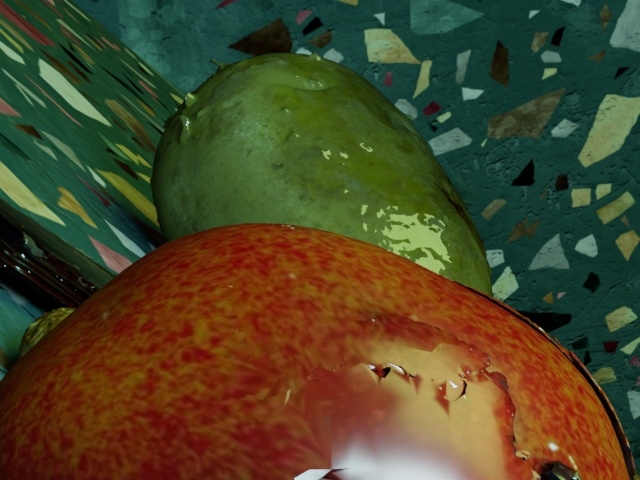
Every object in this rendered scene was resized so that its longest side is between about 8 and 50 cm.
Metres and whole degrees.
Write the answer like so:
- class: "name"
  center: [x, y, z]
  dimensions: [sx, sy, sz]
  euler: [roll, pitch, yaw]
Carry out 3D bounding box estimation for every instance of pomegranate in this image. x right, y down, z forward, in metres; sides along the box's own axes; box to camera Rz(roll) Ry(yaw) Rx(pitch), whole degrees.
- class: "pomegranate"
  center: [-0.015, 0.094, 0.510]
  dimensions: [0.210, 0.210, 0.235]
  euler: [40, -11, -26]

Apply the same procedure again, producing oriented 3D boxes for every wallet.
- class: "wallet"
  center: [-0.138, 0.034, 1.045]
  dimensions: [0.232, 0.031, 0.122]
  euler: [40, 1, -44]

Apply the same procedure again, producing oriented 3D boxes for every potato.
- class: "potato"
  center: [0.014, 0.009, 1.403]
  dimensions: [0.270, 0.219, 0.359]
  euler: [22, 26, -48]

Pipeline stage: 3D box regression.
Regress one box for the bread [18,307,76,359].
- class: "bread"
  center: [-0.071, 0.097, 0.863]
  dimensions: [0.193, 0.064, 0.193]
  euler: [39, 3, -3]
